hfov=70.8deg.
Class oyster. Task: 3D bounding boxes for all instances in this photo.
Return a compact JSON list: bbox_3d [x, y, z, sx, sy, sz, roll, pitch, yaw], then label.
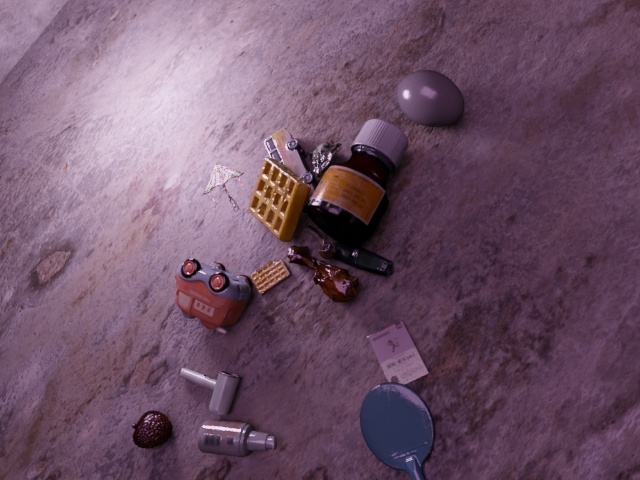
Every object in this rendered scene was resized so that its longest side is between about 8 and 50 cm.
[{"bbox_3d":[0.020,-0.294,1.560,0.087,0.199,0.252,26,41,-13],"label":"oyster"}]

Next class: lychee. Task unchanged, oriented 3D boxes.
[{"bbox_3d":[-0.563,0.635,1.509,0.129,0.123,0.123,20,80,14],"label":"lychee"}]

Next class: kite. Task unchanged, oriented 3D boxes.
[{"bbox_3d":[-0.382,-0.209,1.778,0.198,0.006,0.244,-29,66,7],"label":"kite"}]

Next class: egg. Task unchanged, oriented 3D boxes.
[{"bbox_3d":[0.375,-0.476,1.523,0.232,0.176,0.176,29,84,21],"label":"egg"}]

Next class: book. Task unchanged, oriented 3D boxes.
[{"bbox_3d":[0.238,0.354,1.391,0.127,0.014,0.181,-28,67,9],"label":"book"}]

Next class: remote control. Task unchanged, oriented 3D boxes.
[{"bbox_3d":[0.135,0.059,1.500,0.222,0.042,0.072,20,82,28],"label":"remote control"}]

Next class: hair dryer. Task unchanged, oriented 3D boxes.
[{"bbox_3d":[-0.394,0.490,1.527,0.237,0.073,0.131,12,78,24],"label":"hair dryer"}]

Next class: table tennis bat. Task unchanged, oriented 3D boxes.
[{"bbox_3d":[0.237,0.577,1.303,0.215,0.044,0.329,-28,67,13],"label":"table tennis bat"}]

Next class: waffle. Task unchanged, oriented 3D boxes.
[{"bbox_3d":[-0.178,0.122,1.597,0.135,0.021,0.092,-35,66,5],"label":"waffle"},{"bbox_3d":[-0.152,-0.146,1.578,0.248,0.055,0.221,40,117,40],"label":"waffle"}]

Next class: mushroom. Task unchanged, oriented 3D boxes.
[{"bbox_3d":[0.000,0.000,1.547,0.060,0.061,0.187,-56,40,17],"label":"mushroom"}]

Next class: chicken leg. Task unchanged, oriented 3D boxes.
[{"bbox_3d":[0.005,0.103,1.516,0.113,0.093,0.304,-42,56,-18],"label":"chicken leg"}]

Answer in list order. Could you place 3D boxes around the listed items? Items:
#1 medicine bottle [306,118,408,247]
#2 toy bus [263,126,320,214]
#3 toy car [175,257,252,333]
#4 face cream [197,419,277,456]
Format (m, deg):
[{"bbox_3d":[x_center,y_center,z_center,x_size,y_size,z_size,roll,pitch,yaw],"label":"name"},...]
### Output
[{"bbox_3d":[0.137,-0.195,1.489,0.243,0.242,0.395,25,73,23],"label":"medicine bottle"},{"bbox_3d":[-0.097,-0.255,1.650,0.138,0.097,0.342,-27,66,11],"label":"toy bus"},{"bbox_3d":[-0.386,0.191,1.567,0.271,0.180,0.212,22,91,22],"label":"toy car"},{"bbox_3d":[-0.254,0.627,1.419,0.252,0.101,0.101,-2,72,17],"label":"face cream"}]
